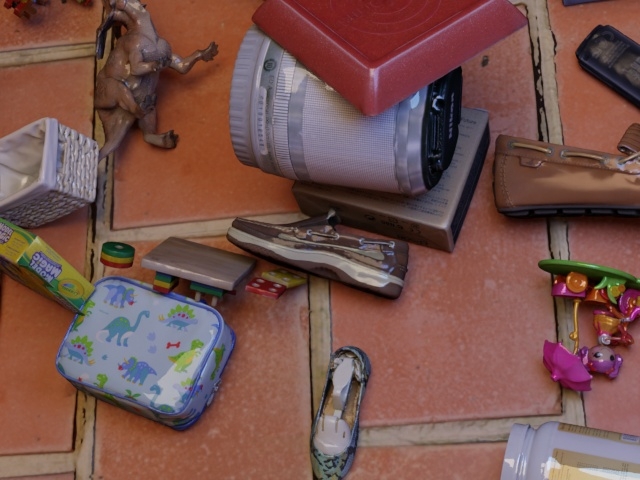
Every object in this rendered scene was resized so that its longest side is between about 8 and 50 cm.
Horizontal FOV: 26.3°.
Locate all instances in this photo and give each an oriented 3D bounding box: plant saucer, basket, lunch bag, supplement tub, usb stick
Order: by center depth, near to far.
[{"bbox_3d":[0.327,0.301,1.678,0.200,0.144,0.144,9,68,15],"label":"supplement tub"},{"bbox_3d":[0.083,-0.294,1.727,0.258,0.047,0.259,-32,53,-19],"label":"plant saucer"},{"bbox_3d":[-0.237,0.150,1.891,0.219,0.090,0.176,17,71,19],"label":"lunch bag"},{"bbox_3d":[0.483,-0.208,1.930,0.278,0.045,0.077,40,88,24],"label":"usb stick"},{"bbox_3d":[-0.409,-0.092,1.993,0.167,0.103,0.113,-20,60,39],"label":"basket"}]

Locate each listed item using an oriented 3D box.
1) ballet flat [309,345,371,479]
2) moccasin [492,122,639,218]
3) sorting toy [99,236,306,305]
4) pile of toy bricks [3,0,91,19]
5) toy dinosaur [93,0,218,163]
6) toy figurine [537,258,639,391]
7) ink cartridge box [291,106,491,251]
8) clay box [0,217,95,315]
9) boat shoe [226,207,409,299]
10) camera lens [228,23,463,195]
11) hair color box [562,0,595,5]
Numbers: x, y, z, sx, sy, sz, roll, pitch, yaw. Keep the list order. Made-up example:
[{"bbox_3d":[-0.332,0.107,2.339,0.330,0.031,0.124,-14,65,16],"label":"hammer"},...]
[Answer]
[{"bbox_3d":[0.021,0.226,1.819,0.070,0.070,0.188,5,68,13],"label":"ballet flat"},{"bbox_3d":[0.423,-0.102,1.843,0.380,0.139,0.146,1,88,21],"label":"moccasin"},{"bbox_3d":[-0.162,0.048,1.906,0.275,0.132,0.046,14,106,8],"label":"sorting toy"},{"bbox_3d":[-0.403,-0.421,2.187,0.105,0.118,0.212,37,58,-5],"label":"pile of toy bricks"},{"bbox_3d":[-0.294,-0.252,2.072,0.200,0.127,0.295,20,88,30],"label":"toy dinosaur"},{"bbox_3d":[0.356,0.120,1.791,0.173,0.130,0.159,13,82,-9],"label":"toy figurine"},{"bbox_3d":[0.103,-0.108,1.938,0.235,0.088,0.193,15,69,18],"label":"ink cartridge box"},{"bbox_3d":[-0.406,0.029,1.912,0.222,0.127,0.053,20,68,47],"label":"clay box"},{"bbox_3d":[0.001,0.001,1.906,0.258,0.095,0.095,18,84,7],"label":"boat shoe"},{"bbox_3d":[0.040,-0.180,1.811,0.274,0.219,0.219,8,68,14],"label":"camera lens"},{"bbox_3d":[0.437,-0.547,2.052,0.185,0.113,0.374,-5,66,9],"label":"hair color box"}]
